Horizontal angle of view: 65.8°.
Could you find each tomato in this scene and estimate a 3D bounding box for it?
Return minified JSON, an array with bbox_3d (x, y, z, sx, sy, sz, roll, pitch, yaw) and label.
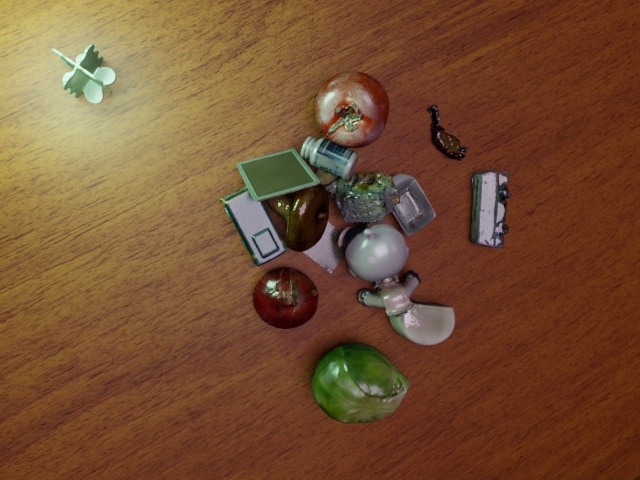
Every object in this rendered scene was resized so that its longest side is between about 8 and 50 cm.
[{"bbox_3d":[0.115,-0.473,1.776,0.270,0.227,0.270,8,125,12],"label":"tomato"}]

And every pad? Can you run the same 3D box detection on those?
[{"bbox_3d":[0.000,0.000,1.919,0.235,0.003,0.158,39,86,-15],"label":"pad"}]

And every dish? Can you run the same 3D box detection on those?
[{"bbox_3d":[0.337,-0.150,1.960,0.154,0.064,0.234,-35,104,-9],"label":"dish"}]

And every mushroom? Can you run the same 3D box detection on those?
[{"bbox_3d":[-0.075,-0.083,1.774,0.267,0.254,0.267,21,65,-55],"label":"mushroom"}]

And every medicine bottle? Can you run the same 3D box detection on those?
[{"bbox_3d":[0.031,-0.299,1.772,0.191,0.107,0.107,25,89,7],"label":"medicine bottle"}]

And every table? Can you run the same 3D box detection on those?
[{"bbox_3d":[-0.750,-0.533,1.565,0.166,0.198,0.166,-2,96,-14],"label":"table"}]

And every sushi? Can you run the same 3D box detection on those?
[{"bbox_3d":[0.155,-0.162,1.832,0.274,0.184,0.139,-1,130,18],"label":"sushi"}]

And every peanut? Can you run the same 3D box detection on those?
[{"bbox_3d":[0.060,-0.277,1.864,0.187,0.082,0.082,-36,103,-8],"label":"peanut"}]

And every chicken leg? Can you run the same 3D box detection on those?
[{"bbox_3d":[0.496,-0.422,1.981,0.106,0.051,0.253,-39,103,-14],"label":"chicken leg"}]

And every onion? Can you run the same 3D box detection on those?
[{"bbox_3d":[-0.129,0.220,1.839,0.248,0.161,0.248,-1,114,-2],"label":"onion"}]

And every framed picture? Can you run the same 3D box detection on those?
[{"bbox_3d":[-0.153,-0.230,1.724,0.232,0.296,0.019,-17,128,-12],"label":"framed picture"}]

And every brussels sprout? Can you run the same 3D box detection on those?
[{"bbox_3d":[0.151,0.538,1.861,0.354,0.289,0.281,16,92,10],"label":"brussels sprout"}]

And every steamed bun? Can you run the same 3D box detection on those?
[{"bbox_3d":[0.403,0.328,1.984,0.241,0.146,0.164,7,92,-17],"label":"steamed bun"}]

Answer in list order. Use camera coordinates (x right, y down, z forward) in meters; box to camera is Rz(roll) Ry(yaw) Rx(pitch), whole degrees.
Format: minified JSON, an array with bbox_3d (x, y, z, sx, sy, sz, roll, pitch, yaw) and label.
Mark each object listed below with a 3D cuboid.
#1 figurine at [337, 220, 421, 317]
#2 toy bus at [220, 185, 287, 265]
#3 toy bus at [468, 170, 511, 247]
[{"bbox_3d":[0.241,0.090,1.883,0.253,0.211,0.361,-26,103,-11],"label":"figurine"},{"bbox_3d":[-0.235,-0.052,1.768,0.138,0.167,0.275,-28,103,-11],"label":"toy bus"},{"bbox_3d":[0.695,-0.126,2.036,0.138,0.112,0.317,1,95,-10],"label":"toy bus"}]
